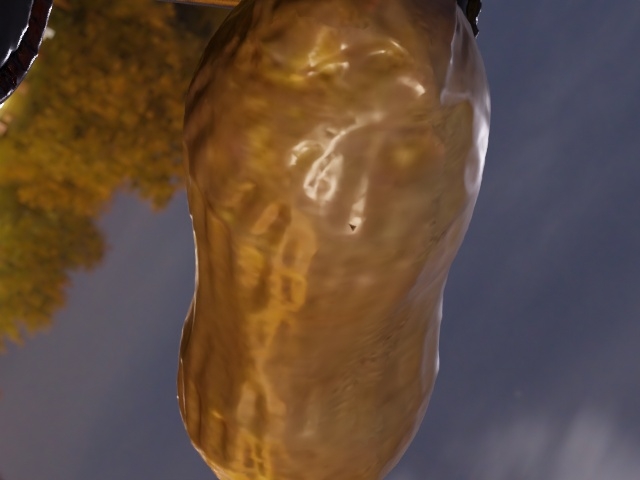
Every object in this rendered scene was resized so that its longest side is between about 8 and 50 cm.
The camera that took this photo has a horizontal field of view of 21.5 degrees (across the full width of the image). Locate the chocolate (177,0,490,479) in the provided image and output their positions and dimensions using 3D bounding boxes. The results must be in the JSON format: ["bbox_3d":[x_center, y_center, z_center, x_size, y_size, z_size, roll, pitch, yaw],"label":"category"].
[{"bbox_3d":[0.000,0.000,0.743,0.309,0.134,0.134,97,8,-46],"label":"chocolate"}]

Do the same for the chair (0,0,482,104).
[{"bbox_3d":[-0.113,-0.163,1.039,0.226,0.401,0.226,7,90,-73],"label":"chair"}]
